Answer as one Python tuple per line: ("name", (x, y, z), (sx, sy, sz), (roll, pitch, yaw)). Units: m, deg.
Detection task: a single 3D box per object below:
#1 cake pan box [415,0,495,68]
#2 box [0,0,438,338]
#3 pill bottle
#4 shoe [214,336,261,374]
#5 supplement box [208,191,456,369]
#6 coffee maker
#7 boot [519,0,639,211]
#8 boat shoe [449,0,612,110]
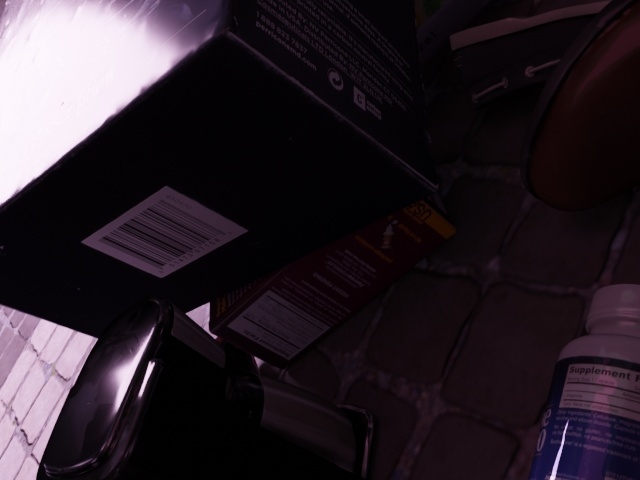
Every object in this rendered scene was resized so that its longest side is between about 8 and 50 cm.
("cake pan box", (0.029, -0.271, 0.699), (0.245, 0.070, 0.267), (-39, 68, 22))
("box", (-0.110, -0.132, 0.569), (0.343, 0.179, 0.313), (-27, 49, 35))
("pill bottle", (0.134, 0.083, 0.332), (0.067, 0.067, 0.120), (-7, 55, 51))
("shoe", (-0.088, 0.145, 0.576), (0.081, 0.063, 0.178), (-47, 22, 19))
("supplement box", (0.000, 0.000, 0.584), (0.188, 0.080, 0.104), (-41, 34, 22))
("coffee maker", (-0.062, 0.142, 0.439), (0.120, 0.178, 0.171), (-40, 34, 25))
("boot", (0.240, -0.030, 0.310), (0.264, 0.096, 0.281), (-35, 43, 18))
("boat shoe", (0.177, -0.125, 0.501), (0.206, 0.075, 0.065), (5, 107, 50))
